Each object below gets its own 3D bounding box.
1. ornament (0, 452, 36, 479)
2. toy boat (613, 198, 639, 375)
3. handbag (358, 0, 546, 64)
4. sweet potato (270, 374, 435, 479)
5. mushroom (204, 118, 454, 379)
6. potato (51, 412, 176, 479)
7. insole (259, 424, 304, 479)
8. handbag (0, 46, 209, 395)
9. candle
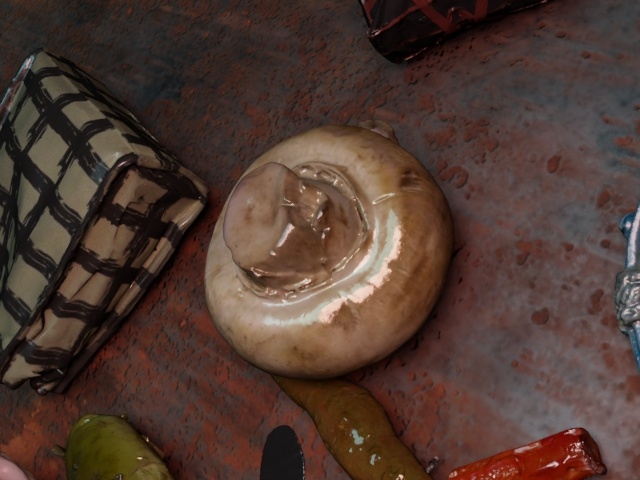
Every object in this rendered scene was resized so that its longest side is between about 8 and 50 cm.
[{"bbox_3d":[-0.372,0.315,0.798,0.225,0.259,0.259,-53,50,6],"label":"ornament"},{"bbox_3d":[0.269,0.056,0.595,0.109,0.098,0.238,-15,60,25],"label":"toy boat"},{"bbox_3d":[0.126,-0.289,0.824,0.215,0.155,0.169,-21,71,23],"label":"handbag"},{"bbox_3d":[0.024,0.161,0.730,0.067,0.067,0.274,-55,40,-1],"label":"sweet potato"},{"bbox_3d":[0.000,0.000,0.753,0.255,0.184,0.255,-24,53,35],"label":"mushroom"},{"bbox_3d":[-0.199,0.249,0.823,0.225,0.090,0.117,38,98,47],"label":"potato"},{"bbox_3d":[-0.032,0.246,0.766,0.053,0.002,0.153,-26,55,22],"label":"insole"},{"bbox_3d":[-0.323,-0.024,0.998,0.327,0.162,0.325,-54,48,8],"label":"handbag"},{"bbox_3d":[0.140,0.182,0.649,0.162,0.053,0.048,-27,86,28],"label":"candle"}]
